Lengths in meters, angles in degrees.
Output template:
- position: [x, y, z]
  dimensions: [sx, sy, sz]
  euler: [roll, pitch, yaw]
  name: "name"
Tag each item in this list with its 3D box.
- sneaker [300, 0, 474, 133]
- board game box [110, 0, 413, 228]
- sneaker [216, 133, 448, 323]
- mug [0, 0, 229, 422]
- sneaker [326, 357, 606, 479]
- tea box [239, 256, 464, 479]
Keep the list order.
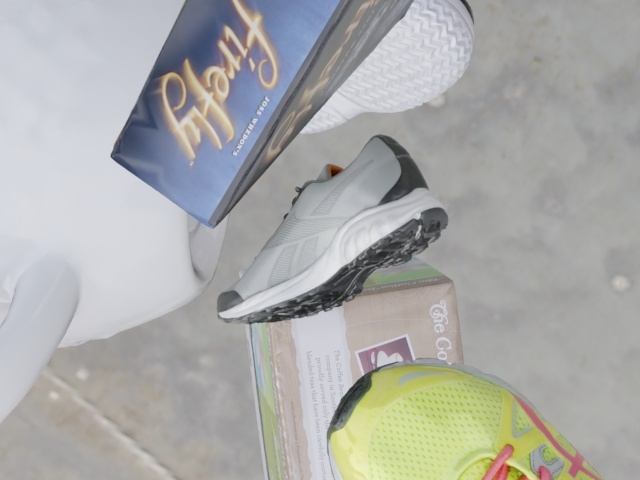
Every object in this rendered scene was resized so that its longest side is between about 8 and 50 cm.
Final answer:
- position: [-0.037, -0.188, 1.087]
  dimensions: [0.366, 0.210, 0.137]
  euler: [-8, 140, 32]
  name: "sneaker"
- position: [0.035, -0.131, 0.413]
  dimensions: [0.042, 0.165, 0.243]
  euler: [36, 132, 2]
  name: "board game box"
- position: [0.000, 0.000, 1.306]
  dimensions: [0.271, 0.100, 0.108]
  euler: [-35, 69, 36]
  name: "sneaker"
- position: [-0.222, -0.032, 0.723]
  dimensions: [0.328, 0.374, 0.276]
  euler: [5, 137, 5]
  name: "mug"
- position: [0.094, 0.119, 0.561]
  dimensions: [0.208, 0.094, 0.081]
  euler: [36, 87, -18]
  name: "sneaker"
- position: [0.041, 0.197, 1.695]
  dimensions: [0.220, 0.323, 0.329]
  euler: [-8, 97, -9]
  name: "tea box"
